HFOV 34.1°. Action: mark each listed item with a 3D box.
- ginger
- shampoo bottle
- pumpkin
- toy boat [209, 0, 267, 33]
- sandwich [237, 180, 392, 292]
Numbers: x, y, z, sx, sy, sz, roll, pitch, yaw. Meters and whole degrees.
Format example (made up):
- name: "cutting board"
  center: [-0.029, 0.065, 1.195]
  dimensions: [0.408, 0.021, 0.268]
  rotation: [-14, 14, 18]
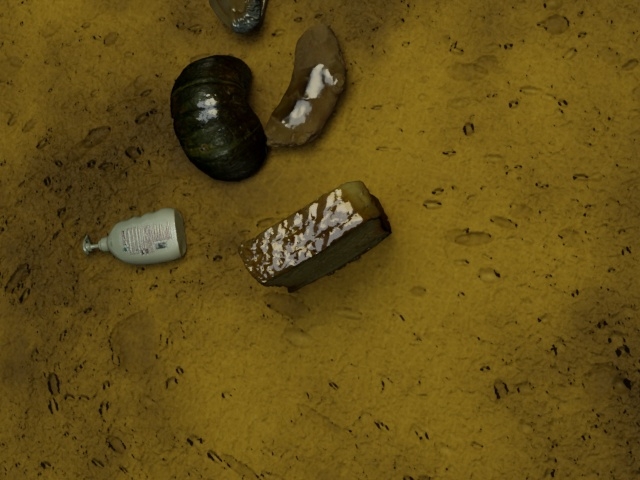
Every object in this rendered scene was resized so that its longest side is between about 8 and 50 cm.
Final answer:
- name: "ginger"
  center: [-0.015, -0.209, 1.450]
  dimensions: [0.095, 0.069, 0.190]
  rotation: [26, 93, 14]
- name: "shampoo bottle"
  center: [-0.273, 0.001, 1.507]
  dimensions: [0.151, 0.045, 0.077]
  rotation: [-11, 87, 10]
- name: "pumpkin"
  center: [-0.149, -0.174, 1.457]
  dimensions: [0.118, 0.107, 0.184]
  rotation: [-18, 85, 16]
- name: "toy boat"
  center: [-0.056, -0.437, 1.430]
  dimensions: [0.121, 0.089, 0.321]
  rotation: [27, 109, 18]
- name: "sandwich"
  center: [0.000, 0.000, 1.362]
  dimensions: [0.186, 0.214, 0.065]
  rotation: [-32, 80, 8]
